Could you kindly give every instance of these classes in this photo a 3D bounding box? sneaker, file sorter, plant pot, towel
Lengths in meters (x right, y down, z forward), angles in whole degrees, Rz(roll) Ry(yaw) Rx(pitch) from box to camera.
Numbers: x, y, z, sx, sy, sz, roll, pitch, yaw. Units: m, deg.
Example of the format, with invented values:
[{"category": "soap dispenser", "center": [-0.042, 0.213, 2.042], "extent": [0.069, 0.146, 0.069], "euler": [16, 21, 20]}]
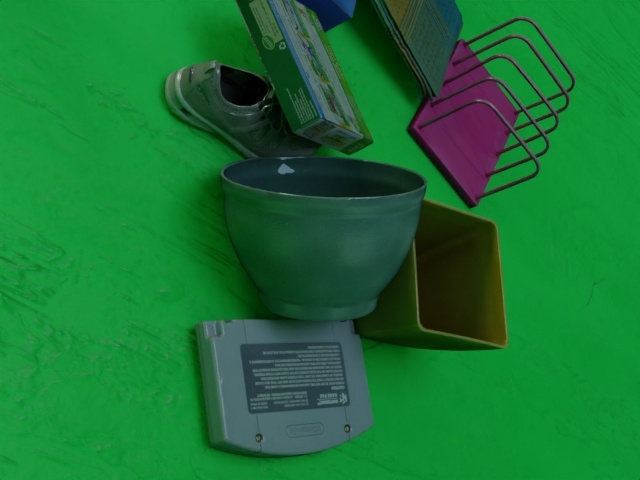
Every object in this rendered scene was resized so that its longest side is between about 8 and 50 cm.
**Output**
[{"category": "sneaker", "center": [-0.092, -0.189, 1.671], "extent": [0.281, 0.115, 0.105], "euler": [17, 64, -41]}, {"category": "file sorter", "center": [0.332, -0.248, 2.072], "extent": [0.202, 0.182, 0.290], "euler": [48, 47, -21]}, {"category": "plant pot", "center": [0.000, 0.000, 1.603], "extent": [0.293, 0.293, 0.196], "euler": [-13, 111, -47]}, {"category": "towel", "center": [0.147, -0.469, 2.006], "extent": [0.370, 0.040, 0.271], "euler": [56, 38, -32]}, {"category": "plant pot", "center": [0.151, 0.072, 1.765], "extent": [0.212, 0.187, 0.212], "euler": [15, 65, -40]}]

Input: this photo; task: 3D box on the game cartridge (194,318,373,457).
[{"category": "game cartridge", "center": [-0.048, 0.212, 1.611], "extent": [0.297, 0.062, 0.198], "euler": [4, 76, -44]}]

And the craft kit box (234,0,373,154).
[{"category": "craft kit box", "center": [-0.024, -0.265, 1.718], "extent": [0.247, 0.061, 0.250], "euler": [7, 58, -67]}]

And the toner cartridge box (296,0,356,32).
[{"category": "toner cartridge box", "center": [0.006, -0.544, 1.934], "extent": [0.165, 0.075, 0.348], "euler": [35, 52, -33]}]
